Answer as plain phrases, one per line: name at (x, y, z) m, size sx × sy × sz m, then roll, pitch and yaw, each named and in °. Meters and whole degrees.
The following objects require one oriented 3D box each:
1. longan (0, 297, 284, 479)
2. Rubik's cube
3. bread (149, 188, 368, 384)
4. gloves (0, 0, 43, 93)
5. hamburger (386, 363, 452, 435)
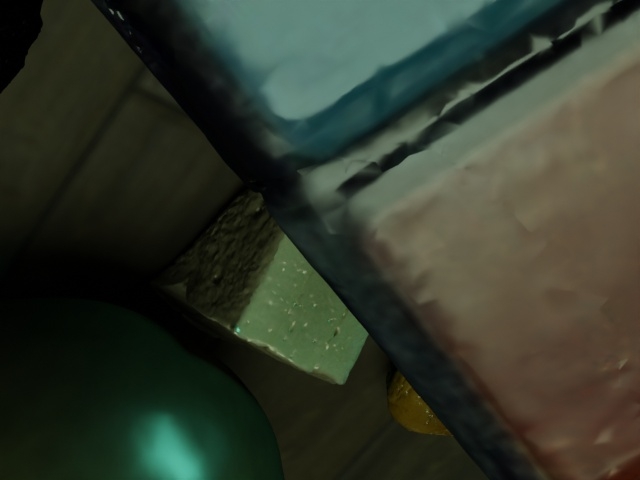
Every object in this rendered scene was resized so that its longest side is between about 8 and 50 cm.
longan at (-0.139, 0.137, 0.819) m, size 0.246 × 0.215 × 0.246 m, roll 1°, pitch 103°, yaw 4°
Rubik's cube at (0.102, -0.157, 0.528) m, size 0.313 × 0.316 × 0.318 m, roll -31°, pitch 116°, yaw 14°
bread at (-0.006, -0.010, 0.839) m, size 0.077 × 0.105 × 0.152 m, roll 32°, pitch 85°, yaw -30°
gloves at (-0.212, -0.095, 0.677) m, size 0.203 × 0.124 × 0.164 m, roll -12°, pitch 110°, yaw 27°
hamburger at (0.078, 0.078, 0.912) m, size 0.083 × 0.044 × 0.076 m, roll 9°, pitch 126°, yaw -13°
